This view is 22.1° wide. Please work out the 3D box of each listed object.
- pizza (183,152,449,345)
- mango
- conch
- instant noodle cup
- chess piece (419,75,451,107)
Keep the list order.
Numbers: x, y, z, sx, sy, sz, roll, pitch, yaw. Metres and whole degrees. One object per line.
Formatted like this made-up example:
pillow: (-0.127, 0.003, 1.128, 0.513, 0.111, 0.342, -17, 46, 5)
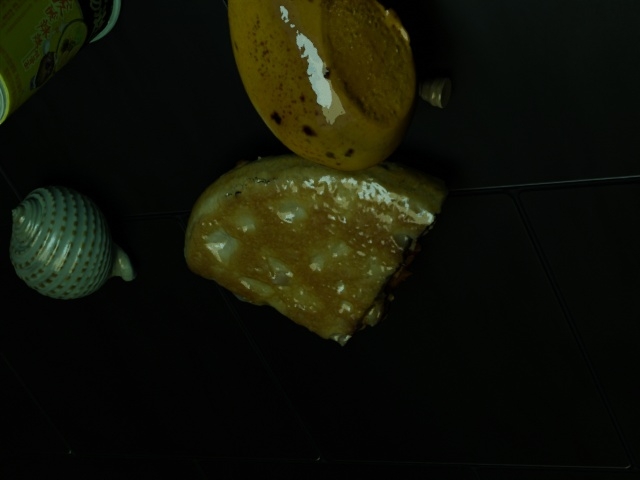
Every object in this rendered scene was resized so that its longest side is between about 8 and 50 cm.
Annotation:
pizza: (0.000, 0.000, 2.044, 0.408, 0.114, 0.278, -16, 122, 42)
mango: (-0.010, -0.212, 1.792, 0.191, 0.160, 0.290, 4, 125, 54)
conch: (-0.354, 0.019, 2.259, 0.172, 0.131, 0.200, -20, 119, 41)
instant noodle cup: (-0.375, -0.253, 1.906, 0.215, 0.236, 0.216, 15, 136, 16)
chess piece: (0.100, -0.177, 1.864, 0.092, 0.035, 0.035, 15, 138, 22)
